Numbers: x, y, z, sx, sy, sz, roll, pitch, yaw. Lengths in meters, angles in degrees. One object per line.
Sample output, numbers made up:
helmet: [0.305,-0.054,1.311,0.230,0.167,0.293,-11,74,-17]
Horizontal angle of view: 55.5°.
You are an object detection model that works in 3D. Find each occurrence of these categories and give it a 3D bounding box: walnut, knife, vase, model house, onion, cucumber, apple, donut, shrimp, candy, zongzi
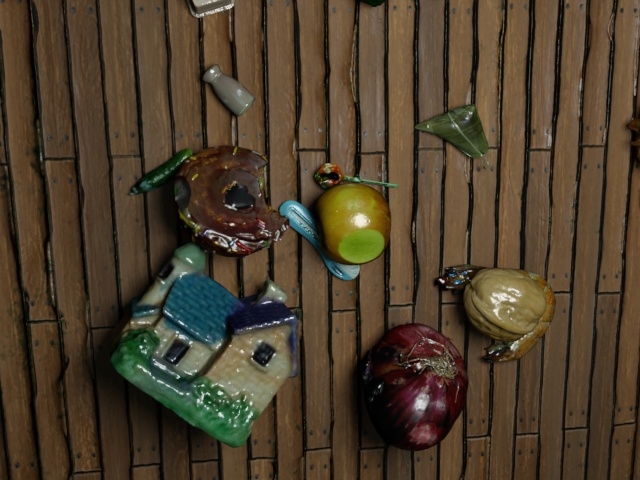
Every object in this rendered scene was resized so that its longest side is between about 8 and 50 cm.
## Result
walnut: [0.372,0.131,1.239,0.166,0.149,0.167,7,118,13]
knife: [0.000,0.000,1.273,0.064,0.031,0.222,-45,102,5]
vase: [-0.180,-0.294,1.187,0.100,0.053,0.053,44,91,-9]
model house: [-0.200,0.173,1.168,0.312,0.245,0.280,40,86,-17]
onion: [0.189,0.305,1.233,0.221,0.281,0.281,30,94,-8]
cucumber: [-0.313,-0.129,1.204,0.155,0.037,0.037,-35,103,-1]
apple: [0.058,-0.035,1.216,0.147,0.146,0.163,-1,133,-19]
donut: [-0.176,-0.065,1.158,0.216,0.096,0.230,-22,75,-31]
shrimp: [0.376,0.160,1.345,0.290,0.054,0.223,14,99,-10]
candy: [0.078,-0.125,1.264,0.184,0.049,0.056,6,130,-18]
zongzi: [0.284,-0.201,1.283,0.130,0.062,0.154,-20,119,16]

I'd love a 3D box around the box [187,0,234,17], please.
box: [-0.218,-0.492,1.142,0.089,0.062,0.122,-19,102,-5]

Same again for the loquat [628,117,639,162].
loquat: [0.779,-0.223,1.268,0.238,0.193,0.239,-2,107,-6]

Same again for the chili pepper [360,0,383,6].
chili pepper: [0.124,-0.579,1.127,0.173,0.165,0.261,26,99,7]
